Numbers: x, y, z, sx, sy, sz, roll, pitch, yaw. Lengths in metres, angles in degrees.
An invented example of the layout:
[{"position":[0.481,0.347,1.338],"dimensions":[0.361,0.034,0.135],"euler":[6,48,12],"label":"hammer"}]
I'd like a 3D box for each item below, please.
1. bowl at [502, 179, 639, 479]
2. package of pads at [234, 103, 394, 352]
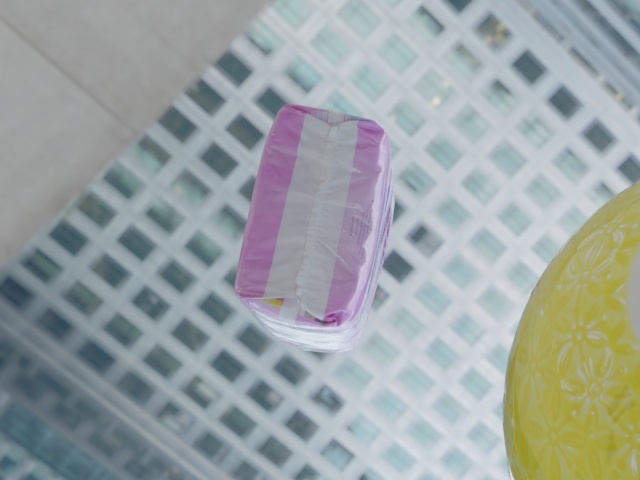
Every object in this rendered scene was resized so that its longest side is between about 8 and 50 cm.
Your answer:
[{"position":[0.222,0.051,0.798],"dimensions":[0.289,0.156,0.289],"euler":[-8,-126,12],"label":"bowl"},{"position":[0.000,0.000,0.409],"dimensions":[0.083,0.032,0.050],"euler":[73,31,-81],"label":"package of pads"}]
